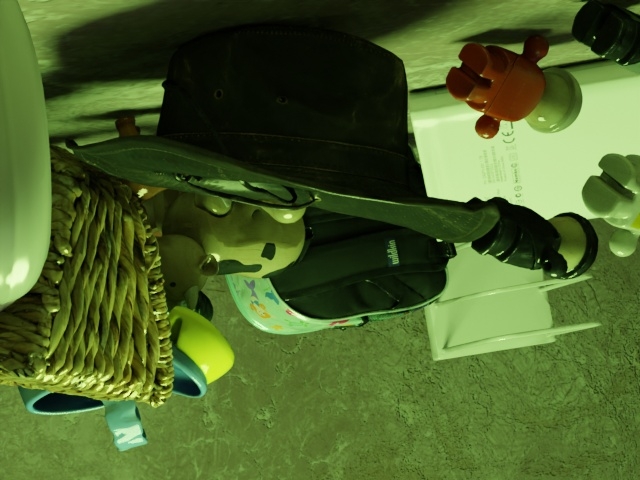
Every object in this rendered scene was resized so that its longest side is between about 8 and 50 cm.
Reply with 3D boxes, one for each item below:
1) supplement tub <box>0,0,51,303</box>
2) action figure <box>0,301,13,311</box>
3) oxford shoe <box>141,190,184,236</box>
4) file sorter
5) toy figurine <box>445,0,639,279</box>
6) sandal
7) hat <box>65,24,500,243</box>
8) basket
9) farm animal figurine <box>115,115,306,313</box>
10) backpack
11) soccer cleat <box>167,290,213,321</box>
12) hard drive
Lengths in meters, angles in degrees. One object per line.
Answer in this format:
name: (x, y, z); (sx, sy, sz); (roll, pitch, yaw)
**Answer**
supplement tub: (-0.292, -0.046, 0.780); (0.272, 0.191, 0.191); (-7, 175, -20)
action figure: (-0.434, 0.042, 1.050); (0.370, 0.275, 0.248); (-38, 176, -35)
oxford shoe: (-0.256, 0.001, 1.762); (0.364, 0.132, 0.130); (-17, 159, 30)
file sorter: (0.251, 0.007, 2.013); (0.193, 0.277, 0.173); (-7, 174, -24)
toy figurine: (0.222, -0.080, 1.227); (0.148, 0.213, 0.210); (12, 158, -43)
sandal: (-0.250, 0.105, 1.416); (0.317, 0.138, 0.126); (15, 150, 19)
hat: (-0.020, -0.091, 1.119); (0.331, 0.133, 0.331); (10, 175, 1)
basket: (-0.286, 0.016, 1.280); (0.299, 0.213, 0.223); (4, 171, 25)
farm animal figurine: (-0.146, 0.000, 1.491); (0.327, 0.172, 0.330); (-7, 167, -33)
backpack: (0.000, 0.000, 1.756); (0.254, 0.225, 0.191); (-12, 176, -38)
soccer cleat: (-0.165, 0.062, 1.667); (0.072, 0.060, 0.179); (-18, 155, 27)
hard drive: (0.257, -0.096, 1.521); (0.308, 0.040, 0.203); (-9, 139, 7)
